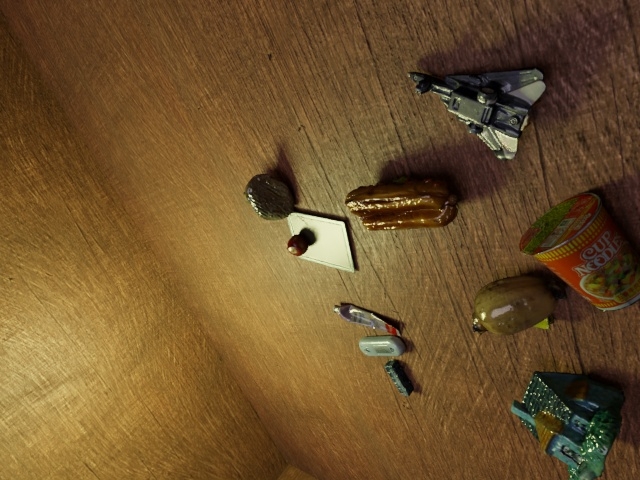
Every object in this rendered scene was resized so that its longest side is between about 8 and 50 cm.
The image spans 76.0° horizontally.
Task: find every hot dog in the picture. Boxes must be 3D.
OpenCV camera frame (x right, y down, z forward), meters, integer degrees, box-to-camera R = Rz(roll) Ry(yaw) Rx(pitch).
[{"bbox_3d":[0.227,-0.109,1.170,0.348,0.117,0.158,-3,138,49],"label":"hot dog"}]

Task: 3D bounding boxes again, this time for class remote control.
[{"bbox_3d":[0.245,0.434,1.671,0.087,0.047,0.244,54,145,-10],"label":"remote control"}]

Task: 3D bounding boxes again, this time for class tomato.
[{"bbox_3d":[-0.091,0.022,1.609,0.087,0.075,0.087,23,135,25],"label":"tomato"}]

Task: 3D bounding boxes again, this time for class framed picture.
[{"bbox_3d":[0.000,0.000,1.577,0.296,0.019,0.233,14,131,37],"label":"framed picture"}]

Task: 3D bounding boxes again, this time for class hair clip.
[{"bbox_3d":[0.561,0.216,1.162,0.173,0.046,0.072,-12,102,49],"label":"hair clip"}]

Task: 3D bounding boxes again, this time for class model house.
[{"bbox_3d":[0.667,0.495,1.145,0.240,0.225,0.262,23,133,33],"label":"model house"}]

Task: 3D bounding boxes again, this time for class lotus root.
[{"bbox_3d":[0.508,0.166,1.090,0.256,0.154,0.140,-34,91,34],"label":"lotus root"}]

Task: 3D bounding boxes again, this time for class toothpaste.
[{"bbox_3d":[0.178,0.315,1.642,0.300,0.048,0.075,14,126,35],"label":"toothpaste"}]

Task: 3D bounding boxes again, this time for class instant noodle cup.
[{"bbox_3d":[0.585,0.036,0.895,0.212,0.193,0.193,44,143,-5],"label":"instant noodle cup"}]

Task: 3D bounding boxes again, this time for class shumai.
[{"bbox_3d":[-0.204,-0.173,1.558,0.209,0.162,0.153,36,-177,-31],"label":"shumai"}]

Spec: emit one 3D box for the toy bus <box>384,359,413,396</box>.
[{"bbox_3d":[0.326,0.571,1.705,0.065,0.047,0.166,-14,111,54],"label":"toy bus"}]

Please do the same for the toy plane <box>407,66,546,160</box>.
[{"bbox_3d":[0.315,-0.319,0.912,0.315,0.103,0.204,30,139,24],"label":"toy plane"}]
